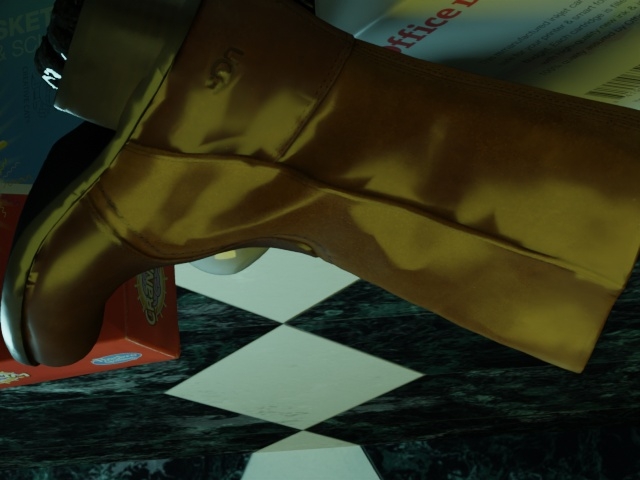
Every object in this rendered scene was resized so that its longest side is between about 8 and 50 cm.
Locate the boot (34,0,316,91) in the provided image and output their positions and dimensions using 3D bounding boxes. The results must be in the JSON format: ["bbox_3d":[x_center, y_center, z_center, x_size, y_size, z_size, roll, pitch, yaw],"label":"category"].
[{"bbox_3d":[0.011,-0.132,1.078,0.260,0.348,0.131,27,118,1],"label":"boot"}]

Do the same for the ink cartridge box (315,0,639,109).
[{"bbox_3d":[0.131,-0.175,0.922,0.233,0.168,0.171,5,161,-30],"label":"ink cartridge box"}]

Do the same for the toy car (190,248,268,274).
[{"bbox_3d":[-0.069,-0.076,1.322,0.136,0.159,0.182,-38,171,-15],"label":"toy car"}]

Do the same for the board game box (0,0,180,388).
[{"bbox_3d":[-0.246,-0.020,1.248,0.316,0.242,0.064,-12,162,24],"label":"board game box"}]

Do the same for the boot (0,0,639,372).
[{"bbox_3d":[0.000,0.000,0.934,0.280,0.096,0.264,18,124,-7],"label":"boot"}]
